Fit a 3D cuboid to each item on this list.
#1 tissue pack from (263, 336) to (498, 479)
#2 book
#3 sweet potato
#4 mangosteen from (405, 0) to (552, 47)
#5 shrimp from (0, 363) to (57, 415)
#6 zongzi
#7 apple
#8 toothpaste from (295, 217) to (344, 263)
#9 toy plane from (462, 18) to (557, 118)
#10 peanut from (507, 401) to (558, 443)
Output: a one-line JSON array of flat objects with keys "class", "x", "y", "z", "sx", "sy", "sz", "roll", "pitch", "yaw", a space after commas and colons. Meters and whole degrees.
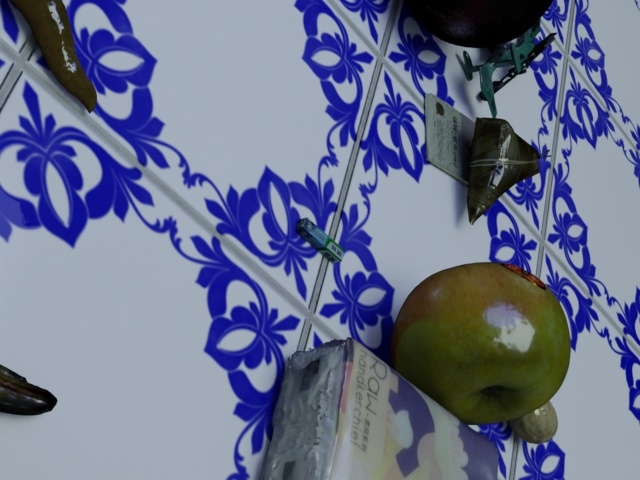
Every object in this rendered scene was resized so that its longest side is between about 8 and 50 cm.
[{"class": "tissue pack", "x": 0.084, "y": 0.301, "z": 1.397, "sx": 0.343, "sy": 0.125, "sz": 0.242, "roll": 39, "pitch": 48, "yaw": -35}, {"class": "book", "x": 0.232, "y": -0.157, "z": 1.863, "sx": 0.181, "sy": 0.014, "sz": 0.127, "roll": 26, "pitch": 57, "yaw": -43}, {"class": "sweet potato", "x": -0.304, "y": -0.251, "z": 1.197, "sx": 0.069, "sy": 0.059, "sz": 0.249, "roll": -49, "pitch": 120, "yaw": -27}, {"class": "mangosteen", "x": 0.241, "y": -0.459, "z": 1.778, "sx": 0.313, "sy": 0.297, "sz": 0.297, "roll": 14, "pitch": 65, "yaw": -44}, {"class": "shrimp", "x": -0.287, "y": 0.214, "z": 1.023, "sx": 0.365, "sy": 0.071, "sz": 0.233, "roll": 20, "pitch": 55, "yaw": -40}, {"class": "zongzi", "x": 0.306, "y": -0.094, "z": 1.868, "sx": 0.187, "sy": 0.084, "sz": 0.184, "roll": 22, "pitch": 76, "yaw": -52}, {"class": "apple", "x": 0.221, "y": 0.146, "z": 1.538, "sx": 0.261, "sy": 0.260, "sz": 0.194, "roll": 32, "pitch": 37, "yaw": -40}, {"class": "toothpaste", "x": 0.000, "y": 0.000, "z": 1.505, "sx": 0.083, "sy": 0.017, "sz": 0.020, "roll": 41, "pitch": 47, "yaw": -34}, {"class": "toy plane", "x": 0.341, "y": -0.358, "z": 2.020, "sx": 0.382, "sy": 0.106, "sz": 0.155, "roll": -53, "pitch": 129, "yaw": -53}, {"class": "peanut", "x": 0.314, "y": 0.237, "z": 1.755, "sx": 0.082, "sy": 0.082, "sz": 0.187, "roll": -29, "pitch": 99, "yaw": -52}]
